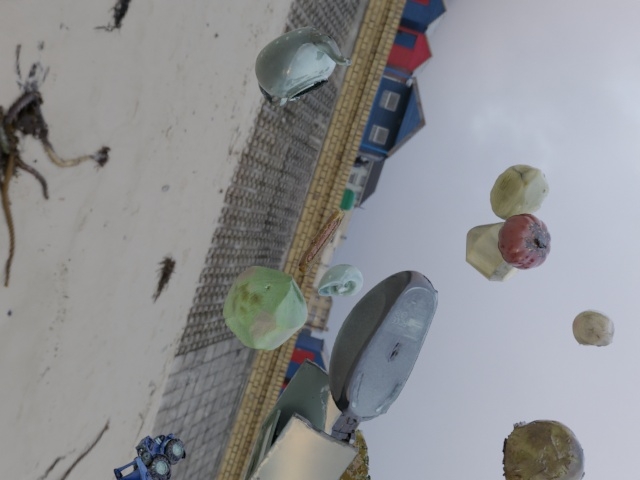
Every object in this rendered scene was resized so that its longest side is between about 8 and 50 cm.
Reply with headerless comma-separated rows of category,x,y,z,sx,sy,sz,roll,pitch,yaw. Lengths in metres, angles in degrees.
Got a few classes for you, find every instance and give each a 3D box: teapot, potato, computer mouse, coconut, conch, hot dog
teapot,-0.053,-0.398,1.108,0.193,0.129,0.294,-32,-171,-38
potato,0.828,0.806,1.748,0.301,0.237,0.288,-19,101,-47
computer mouse,0.142,0.239,1.130,0.114,0.203,0.373,28,-88,57
coconut,-0.201,0.245,1.815,0.329,0.281,0.328,-11,-106,41
conch,0.075,0.170,1.978,0.185,0.121,0.221,-45,147,10
hot dog,0.003,0.002,1.823,0.285,0.061,0.088,-55,180,-10
coconut,0.752,0.245,1.326,0.125,0.110,0.110,10,99,-55
coconut,0.628,0.033,1.742,0.202,0.222,0.202,-32,154,-18

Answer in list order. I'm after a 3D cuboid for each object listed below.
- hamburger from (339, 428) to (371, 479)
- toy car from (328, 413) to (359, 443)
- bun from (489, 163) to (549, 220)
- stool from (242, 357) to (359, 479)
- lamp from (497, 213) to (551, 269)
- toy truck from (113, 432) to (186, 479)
hamburger,0.089,0.840,1.766,0.287,0.193,0.167,-93,-165,-46
toy car,0.076,0.476,1.399,0.256,0.101,0.124,-64,-162,17
bun,0.737,-0.175,1.765,0.229,0.145,0.229,-170,-90,-75
stool,-0.043,0.477,1.154,0.269,0.170,0.243,-59,-176,17
lamp,0.649,0.002,1.515,0.140,0.182,0.181,-18,-128,63
toy truck,-0.496,0.649,1.384,0.113,0.126,0.208,-33,-171,22
